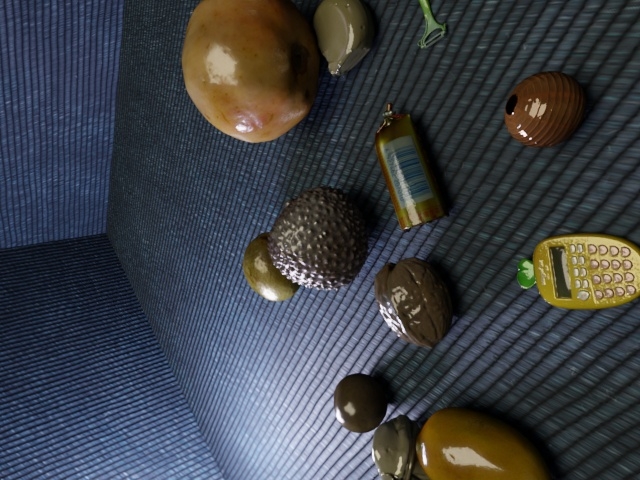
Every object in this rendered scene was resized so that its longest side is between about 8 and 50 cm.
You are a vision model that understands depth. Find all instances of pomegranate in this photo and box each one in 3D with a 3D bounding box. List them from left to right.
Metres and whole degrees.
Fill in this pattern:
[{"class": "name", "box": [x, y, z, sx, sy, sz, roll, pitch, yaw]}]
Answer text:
[{"class": "pomegranate", "box": [-0.194, -0.479, 1.313, 0.411, 0.412, 0.411, 17, 113, 48]}]

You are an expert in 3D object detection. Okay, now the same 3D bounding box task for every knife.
[{"class": "knife", "box": [0.233, -0.523, 1.058, 0.078, 0.023, 0.166, -19, 86, 45]}]

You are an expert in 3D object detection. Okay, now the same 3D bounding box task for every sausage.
[{"class": "sausage", "box": [0.203, -0.179, 1.121, 0.125, 0.117, 0.317, 131, 124, -73]}]

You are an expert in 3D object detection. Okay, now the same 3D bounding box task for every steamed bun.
[{"class": "steamed bun", "box": [0.238, 0.573, 1.224, 0.144, 0.211, 0.217, -14, 86, 27]}]

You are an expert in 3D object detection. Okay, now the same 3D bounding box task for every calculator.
[{"class": "calculator", "box": [0.490, 0.059, 0.892, 0.235, 0.032, 0.146, -6, 95, 50]}]

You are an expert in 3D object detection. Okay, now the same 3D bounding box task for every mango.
[{"class": "mango", "box": [0.365, 0.498, 1.060, 0.317, 0.173, 0.211, 7, 106, 43]}]

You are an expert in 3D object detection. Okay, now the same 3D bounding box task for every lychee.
[{"class": "lychee", "box": [-0.003, -0.002, 1.287, 0.300, 0.300, 0.300, 17, 113, 48]}]

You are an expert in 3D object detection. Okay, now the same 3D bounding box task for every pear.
[{"class": "pear", "box": [-0.159, 0.080, 1.572, 0.228, 0.188, 0.211, 27, 132, 45]}]

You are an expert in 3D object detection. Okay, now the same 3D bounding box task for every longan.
[{"class": "longan", "box": [0.113, 0.475, 1.373, 0.187, 0.167, 0.167, -6, 95, 65]}]

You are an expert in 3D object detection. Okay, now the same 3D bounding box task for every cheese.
[{"class": "cheese", "box": [0.056, -0.549, 1.218, 0.175, 0.091, 0.202, -42, 65, 48]}]

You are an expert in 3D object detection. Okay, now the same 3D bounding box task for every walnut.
[{"class": "walnut", "box": [0.231, 0.153, 1.140, 0.178, 0.178, 0.230, -25, 86, 51]}]

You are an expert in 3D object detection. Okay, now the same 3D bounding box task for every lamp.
[{"class": "lamp", "box": [0.400, -0.234, 0.841, 0.136, 0.136, 0.136, 17, 113, 48]}]
